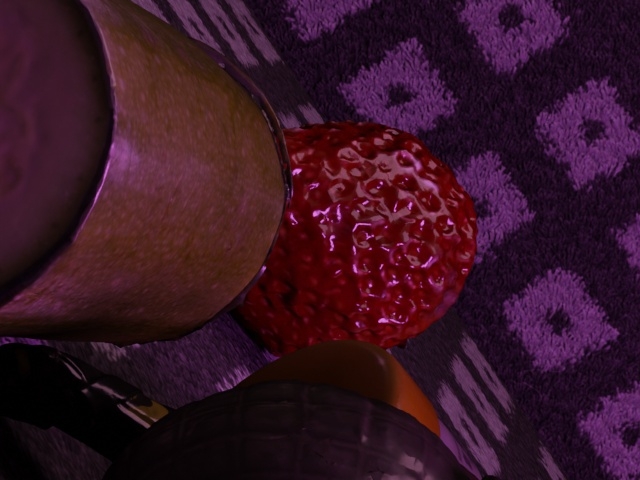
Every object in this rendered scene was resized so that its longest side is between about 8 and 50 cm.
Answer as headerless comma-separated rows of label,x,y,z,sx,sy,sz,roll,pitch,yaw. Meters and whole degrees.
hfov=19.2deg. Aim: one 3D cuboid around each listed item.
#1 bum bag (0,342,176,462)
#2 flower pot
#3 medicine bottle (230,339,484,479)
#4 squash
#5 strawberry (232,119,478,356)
bum bag,-0.128,0.139,1.312,0.232,0.060,0.106,30,-24,-9
flower pot,-0.008,0.240,1.189,0.302,0.301,0.213,53,17,-18
medicine bottle,0.022,0.236,1.476,0.232,0.238,0.238,52,11,-27
squash,-0.193,-0.057,1.323,0.263,0.263,0.384,58,11,12
strawberry,0.008,0.010,2.070,0.310,0.292,0.292,-17,72,-52
